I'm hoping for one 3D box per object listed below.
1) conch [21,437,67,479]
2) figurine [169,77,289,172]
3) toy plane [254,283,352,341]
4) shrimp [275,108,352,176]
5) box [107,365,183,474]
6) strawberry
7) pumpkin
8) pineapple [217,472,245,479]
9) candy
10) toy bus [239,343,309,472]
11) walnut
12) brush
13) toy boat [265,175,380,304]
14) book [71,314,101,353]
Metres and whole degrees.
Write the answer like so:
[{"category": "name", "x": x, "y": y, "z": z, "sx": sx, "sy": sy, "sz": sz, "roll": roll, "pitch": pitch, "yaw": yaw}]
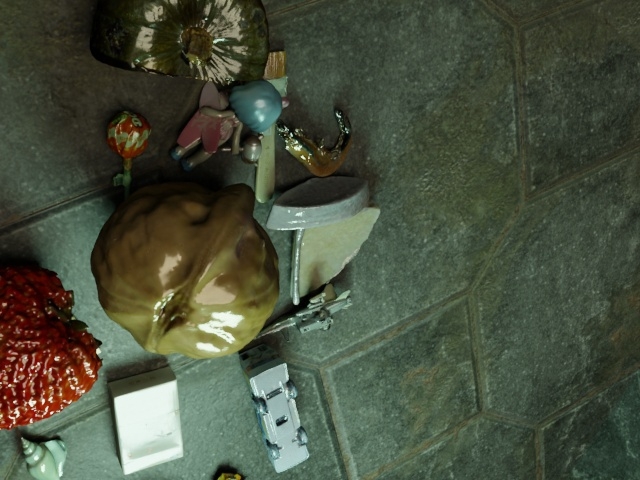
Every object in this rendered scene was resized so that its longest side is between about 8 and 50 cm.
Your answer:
[{"category": "conch", "x": -0.618, "y": 0.486, "z": 1.608, "sx": 0.065, "sy": 0.088, "sz": 0.180, "roll": -1, "pitch": 133, "yaw": 19}, {"category": "figurine", "x": -0.176, "y": -0.218, "z": 1.463, "sx": 0.260, "sy": 0.103, "sz": 0.205, "roll": -36, "pitch": 121, "yaw": 7}, {"category": "toy plane", "x": -0.040, "y": 0.198, "z": 1.768, "sx": 0.262, "sy": 0.088, "sz": 0.192, "roll": -31, "pitch": 153, "yaw": -8}, {"category": "shrimp", "x": -0.004, "y": -0.232, "z": 1.586, "sx": 0.219, "sy": 0.046, "sz": 0.152, "roll": 32, "pitch": 96, "yaw": -45}, {"category": "box", "x": -0.406, "y": 0.423, "z": 1.686, "sx": 0.149, "sy": 0.067, "sz": 0.233, "roll": -10, "pitch": 118, "yaw": -23}, {"category": "strawberry", "x": -0.610, "y": 0.212, "z": 1.334, "sx": 0.351, "sy": 0.267, "sz": 0.312, "roll": -30, "pitch": 92, "yaw": -34}, {"category": "pumpkin", "x": -0.231, "y": -0.404, "z": 1.260, "sx": 0.324, "sy": 0.242, "sz": 0.232, "roll": -7, "pitch": 126, "yaw": -31}, {"category": "pineapple", "x": -0.231, "y": 0.745, "z": 1.894, "sx": 0.139, "sy": 0.164, "sz": 0.250, "roll": 16, "pitch": 102, "yaw": -42}, {"category": "candy", "x": -0.383, "y": -0.122, "z": 1.434, "sx": 0.084, "sy": 0.078, "sz": 0.288, "roll": -44, "pitch": 151, "yaw": -51}, {"category": "toy bus", "x": -0.118, "y": 0.421, "z": 1.802, "sx": 0.109, "sy": 0.136, "sz": 0.330, "roll": -23, "pitch": 123, "yaw": -20}, {"category": "walnut", "x": -0.253, "y": 0.043, "z": 1.387, "sx": 0.383, "sy": 0.383, "sz": 0.384, "roll": -13, "pitch": 120, "yaw": -24}, {"category": "brush", "x": -0.114, "y": -0.237, "z": 1.545, "sx": 0.085, "sy": 0.020, "sz": 0.337, "roll": -9, "pitch": 118, "yaw": -26}, {"category": "toy boat", "x": 0.013, "y": -0.027, "z": 1.684, "sx": 0.276, "sy": 0.111, "sz": 0.294, "roll": -28, "pitch": 137, "yaw": -14}, {"category": "book", "x": -0.572, "y": 0.246, "z": 1.535, "sx": 0.172, "sy": 0.012, "sz": 0.118, "roll": -33, "pitch": 126, "yaw": -12}]
